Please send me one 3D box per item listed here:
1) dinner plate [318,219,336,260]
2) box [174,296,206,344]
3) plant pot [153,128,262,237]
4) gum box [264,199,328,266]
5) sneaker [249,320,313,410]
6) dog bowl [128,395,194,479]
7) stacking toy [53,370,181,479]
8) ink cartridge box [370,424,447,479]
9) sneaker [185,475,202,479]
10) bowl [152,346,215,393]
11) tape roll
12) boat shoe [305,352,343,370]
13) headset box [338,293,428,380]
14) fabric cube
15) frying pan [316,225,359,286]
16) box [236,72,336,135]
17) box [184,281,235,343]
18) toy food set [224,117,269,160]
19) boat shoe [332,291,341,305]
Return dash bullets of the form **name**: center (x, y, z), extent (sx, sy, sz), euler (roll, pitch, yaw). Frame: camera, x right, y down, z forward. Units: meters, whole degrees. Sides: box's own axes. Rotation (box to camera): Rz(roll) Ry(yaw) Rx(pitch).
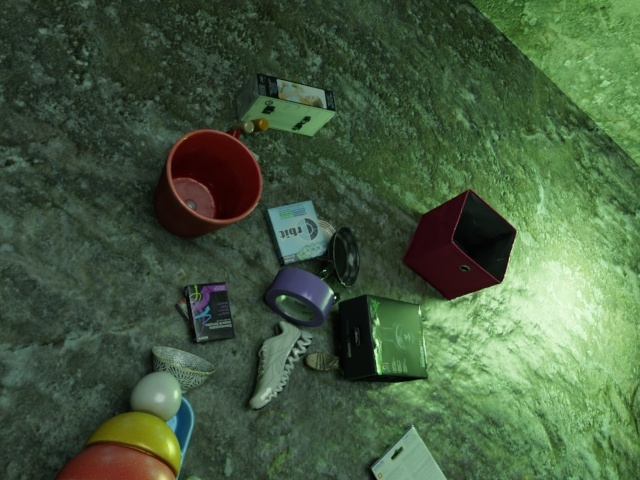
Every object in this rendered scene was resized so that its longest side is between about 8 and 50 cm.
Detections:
- **dinner plate**: center (0.000, 0.000, 1.981), extent (0.141, 0.017, 0.141), euler (12, 66, -29)
- **box**: center (-0.328, 0.209, 1.676), extent (0.094, 0.027, 0.137), euler (-36, 93, -39)
- **plant pot**: center (-0.332, -0.135, 1.674), extent (0.275, 0.243, 0.275), euler (13, 65, -29)
- **gum box**: center (-0.076, -0.023, 1.909), extent (0.157, 0.041, 0.184), euler (-14, 80, -26)
- **sneaker**: center (-0.135, 0.352, 1.708), extent (0.118, 0.110, 0.292), euler (39, 47, -6)
- **dog bowl**: center (-0.406, 0.507, 1.478), extent (0.166, 0.074, 0.297), euler (27, 59, -22)
- **stacking toy**: center (-0.416, 0.500, 1.299), extent (0.351, 0.350, 0.480), euler (33, 41, -18)
- **ink cartridge box**: center (0.267, 0.726, 1.852), extent (0.223, 0.045, 0.224), euler (-30, 88, -38)
- **sneaker**: center (-0.380, 0.718, 1.370), extent (0.147, 0.145, 0.384), euler (36, 54, -17)
- **bowl**: center (-0.362, 0.340, 1.540), extent (0.170, 0.170, 0.080), euler (21, 88, -25)
- **tape roll**: center (-0.060, 0.169, 1.767), extent (0.189, 0.189, 0.080), euler (38, 56, -15)
- **boat shoe**: center (0.019, 0.371, 1.837), extent (0.153, 0.048, 0.056), euler (5, 75, -25)
- **headset box**: center (0.188, 0.310, 1.877), extent (0.283, 0.131, 0.246), euler (16, 62, -42)
- **fabric cube**: center (0.496, 0.022, 2.149), extent (0.254, 0.258, 0.259), euler (38, 55, -16)
- **frying pan**: center (0.055, 0.090, 1.901), extent (0.197, 0.053, 0.326), euler (68, 32, -29)
- **box**: center (-0.113, -0.443, 1.990), extent (0.290, 0.169, 0.087), euler (5, 67, -30)
- **box**: center (-0.304, 0.198, 1.659), extent (0.116, 0.029, 0.162), euler (-3, 74, -35)
- **toy food set**: center (-0.262, -0.292, 1.896), extent (0.111, 0.104, 0.232), euler (28, 76, -37)
- **boat shoe**: center (0.021, 0.188, 1.907), extent (0.125, 0.038, 0.046), euler (-12, 79, -36)
